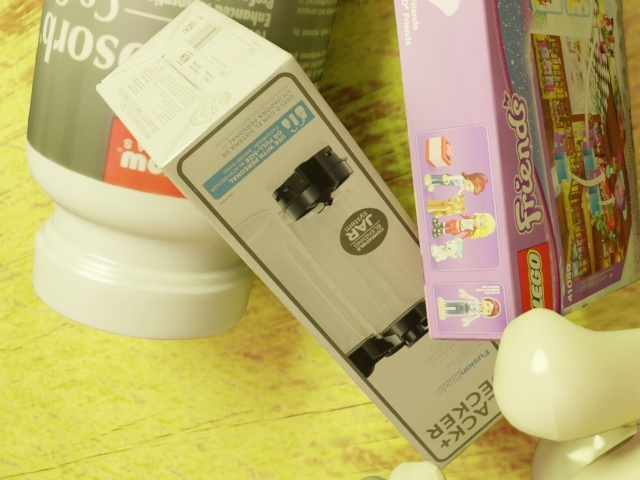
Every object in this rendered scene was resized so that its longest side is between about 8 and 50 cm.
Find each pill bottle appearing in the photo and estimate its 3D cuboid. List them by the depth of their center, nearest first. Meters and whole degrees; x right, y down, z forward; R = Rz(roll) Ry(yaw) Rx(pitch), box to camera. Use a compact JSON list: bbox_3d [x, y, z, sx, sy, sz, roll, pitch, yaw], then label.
[{"bbox_3d":[-0.104,-0.124,0.760,0.210,0.210,0.363,24,111,31],"label":"pill bottle"}]

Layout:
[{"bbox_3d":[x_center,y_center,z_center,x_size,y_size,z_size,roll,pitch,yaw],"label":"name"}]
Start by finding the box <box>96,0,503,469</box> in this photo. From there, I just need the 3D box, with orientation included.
[{"bbox_3d":[0.000,0.000,0.640,0.087,0.290,0.169,-42,34,-3],"label":"box"}]

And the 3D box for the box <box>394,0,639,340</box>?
[{"bbox_3d":[0.121,-0.103,0.606,0.057,0.201,0.293,-3,96,36],"label":"box"}]

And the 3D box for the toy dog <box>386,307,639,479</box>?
[{"bbox_3d":[0.189,0.217,0.482,0.284,0.408,0.395,-42,73,34],"label":"toy dog"}]

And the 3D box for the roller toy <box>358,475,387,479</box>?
[{"bbox_3d":[0.003,0.282,0.759,0.191,0.209,0.146,-39,76,28],"label":"roller toy"}]
